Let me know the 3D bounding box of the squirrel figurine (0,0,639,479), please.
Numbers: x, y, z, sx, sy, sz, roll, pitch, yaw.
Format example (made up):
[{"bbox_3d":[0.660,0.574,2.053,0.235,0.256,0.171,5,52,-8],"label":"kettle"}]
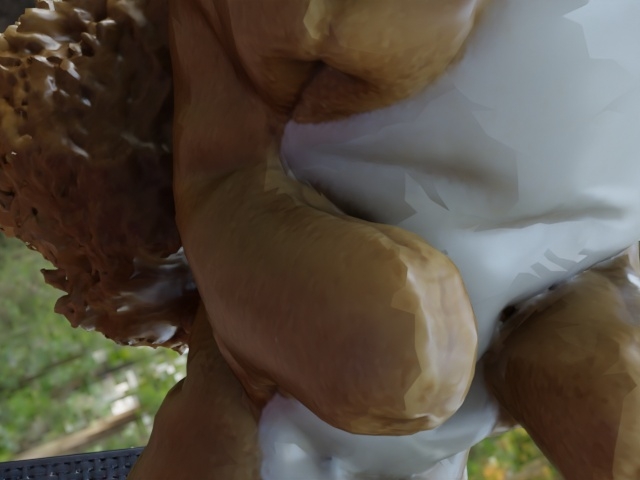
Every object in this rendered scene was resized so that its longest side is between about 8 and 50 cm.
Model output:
[{"bbox_3d":[0.000,0.000,0.670,0.397,0.281,0.370,43,-59,51],"label":"squirrel figurine"}]

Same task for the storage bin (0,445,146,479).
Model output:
[{"bbox_3d":[-0.148,0.202,1.114,0.122,0.180,0.084,71,12,-66],"label":"storage bin"}]
